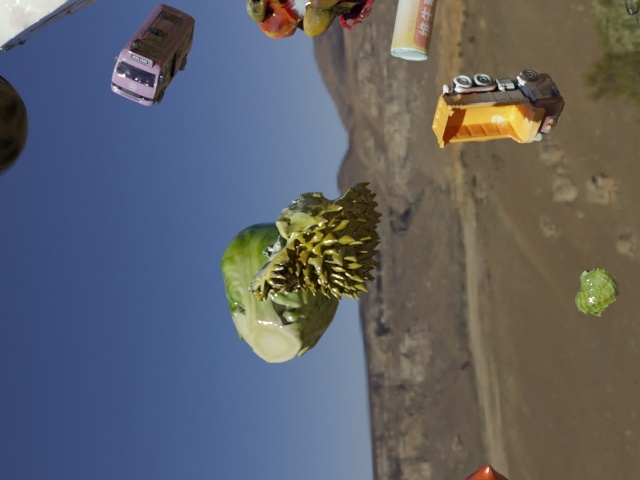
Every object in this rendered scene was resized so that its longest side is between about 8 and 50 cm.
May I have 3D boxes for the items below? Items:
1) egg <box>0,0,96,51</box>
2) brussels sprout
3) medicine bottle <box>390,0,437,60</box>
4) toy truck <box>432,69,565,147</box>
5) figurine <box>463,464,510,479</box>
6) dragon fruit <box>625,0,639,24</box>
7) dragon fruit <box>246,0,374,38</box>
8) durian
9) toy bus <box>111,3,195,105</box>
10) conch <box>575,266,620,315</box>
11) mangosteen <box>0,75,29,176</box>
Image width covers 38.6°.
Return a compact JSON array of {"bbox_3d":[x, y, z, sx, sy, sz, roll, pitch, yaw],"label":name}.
[{"bbox_3d":[-0.475,-0.479,1.570,0.201,0.337,0.337,55,-165,-16],"label":"egg"},{"bbox_3d":[-0.074,0.099,1.663,0.271,0.210,0.219,-85,-17,-48],"label":"brussels sprout"},{"bbox_3d":[0.246,-0.646,2.172,0.108,0.108,0.426,18,-99,-85],"label":"medicine bottle"},{"bbox_3d":[0.365,-0.272,1.887,0.114,0.270,0.135,100,157,-47],"label":"toy truck"},{"bbox_3d":[0.182,0.283,0.886,0.140,0.075,0.068,60,-167,-6],"label":"figurine"},{"bbox_3d":[0.583,-0.529,1.655,0.193,0.192,0.274,-60,-34,-81],"label":"dragon fruit"},{"bbox_3d":[0.029,-0.434,1.397,0.307,0.227,0.243,-54,-6,16],"label":"dragon fruit"},{"bbox_3d":[0.000,0.000,1.319,0.306,0.166,0.172,-45,-37,-61],"label":"durian"},{"bbox_3d":[-0.304,-0.342,1.681,0.108,0.096,0.199,115,177,-46],"label":"toy bus"},{"bbox_3d":[0.543,0.100,1.791,0.074,0.089,0.121,-125,15,-59],"label":"conch"},{"bbox_3d":[-0.471,-0.133,1.166,0.200,0.200,0.200,-3,-90,-85],"label":"mangosteen"}]
